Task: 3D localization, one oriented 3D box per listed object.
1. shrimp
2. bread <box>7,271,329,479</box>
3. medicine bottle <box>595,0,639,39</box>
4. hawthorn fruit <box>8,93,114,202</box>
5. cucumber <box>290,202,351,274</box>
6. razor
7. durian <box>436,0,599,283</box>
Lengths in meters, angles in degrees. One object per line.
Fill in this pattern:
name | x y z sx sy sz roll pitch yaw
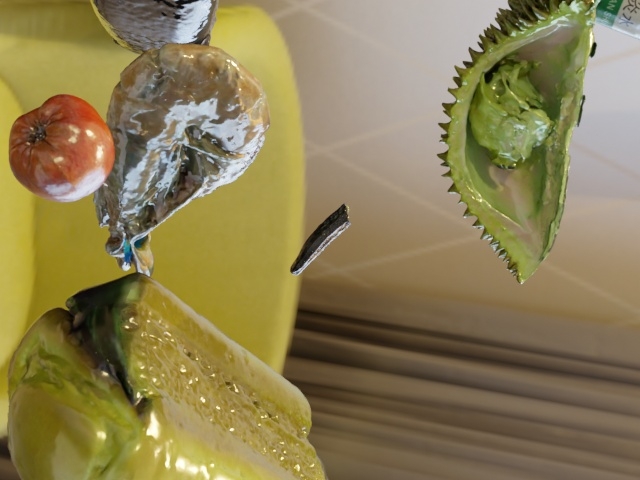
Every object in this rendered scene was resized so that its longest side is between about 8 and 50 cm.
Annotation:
shrimp | -0.215 -0.108 1.718 0.445 0.221 0.110 120 -24 -43
bread | -0.150 0.204 1.185 0.376 0.208 0.251 47 22 -47
medicine bottle | 0.340 -0.302 1.420 0.095 0.260 0.095 24 90 -81
hawthorn fruit | -0.293 -0.101 1.401 0.140 0.125 0.125 38 51 -20
cucumber | -0.001 -0.001 1.857 0.135 0.034 0.033 -43 174 -2
razor | -0.234 -0.344 1.703 0.327 0.189 0.107 119 -16 -77
durian | 0.237 -0.148 1.343 0.157 0.169 0.355 -16 125 -42
